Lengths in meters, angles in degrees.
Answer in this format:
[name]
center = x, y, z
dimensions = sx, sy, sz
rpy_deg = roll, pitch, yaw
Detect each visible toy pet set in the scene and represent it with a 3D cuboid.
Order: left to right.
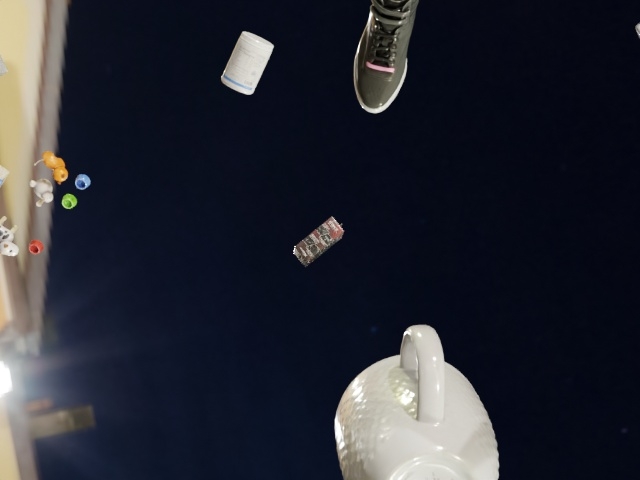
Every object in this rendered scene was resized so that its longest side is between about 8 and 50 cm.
[toy pet set]
center = -0.317, -0.039, 1.330
dimensions = 0.122, 0.114, 0.065
rpy_deg = -50, -171, 33

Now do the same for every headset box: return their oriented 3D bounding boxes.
[headset box]
center = 0.000, 0.000, 2.017
dimensions = 0.032, 0.083, 0.062
rpy_deg = 51, -9, 5

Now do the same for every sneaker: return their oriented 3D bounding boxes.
[sneaker]
center = 0.122, -0.393, 2.477
dimensions = 0.147, 0.104, 0.296
rpy_deg = 14, 91, -82

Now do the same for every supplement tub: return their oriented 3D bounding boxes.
[supplement tub]
center = -0.143, -0.347, 2.566
dimensions = 0.071, 0.071, 0.107
rpy_deg = 43, -69, 50

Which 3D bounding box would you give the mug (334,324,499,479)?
[mug]
center = 0.171, 0.328, 2.236
dimensions = 0.328, 0.276, 0.374
rpy_deg = -102, -167, -76

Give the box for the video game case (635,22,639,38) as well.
[video game case]
center = 0.526, -0.185, 1.770
dimensions = 0.061, 0.269, 0.244
rpy_deg = -34, -100, 15

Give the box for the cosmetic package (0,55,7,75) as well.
[cosmetic package]
center = -0.743, -0.353, 2.576
dimensions = 0.107, 0.238, 0.127
rpy_deg = -23, -85, 32
